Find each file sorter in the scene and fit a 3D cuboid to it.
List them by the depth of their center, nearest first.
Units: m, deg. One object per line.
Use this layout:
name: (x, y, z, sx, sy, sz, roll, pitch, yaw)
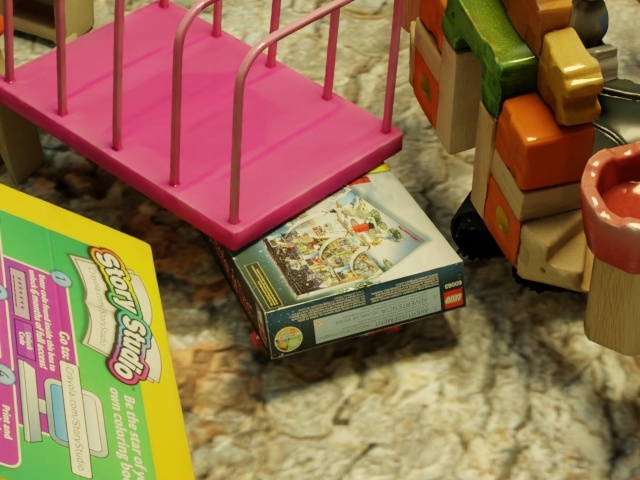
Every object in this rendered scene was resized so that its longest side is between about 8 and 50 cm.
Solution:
file sorter: (-0.099, -0.168, 1.581, 0.290, 0.182, 0.202, 32, 45, 31)

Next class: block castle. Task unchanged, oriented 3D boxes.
block castle: (0.247, -0.158, 1.468, 0.303, 0.213, 0.453, -15, 49, -13)

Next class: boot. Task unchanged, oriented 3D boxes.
boot: (0.246, -0.035, 1.563, 0.246, 0.094, 0.207, 16, 51, 12)

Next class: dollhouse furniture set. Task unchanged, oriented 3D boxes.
dollhouse furniture set: (-0.324, -0.199, 1.787, 0.262, 0.135, 0.259, 19, 46, 26)

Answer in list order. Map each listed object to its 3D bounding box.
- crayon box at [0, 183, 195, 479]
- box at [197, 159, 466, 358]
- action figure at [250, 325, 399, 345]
crayon box: (-0.249, 0.095, 1.329, 0.313, 0.106, 0.363, 24, 30, -29)
box: (0.000, 0.000, 1.555, 0.159, 0.044, 0.233, -15, 31, -12)
action figure: (0.002, 0.066, 1.517, 0.115, 0.030, 0.038, -13, 26, -5)
